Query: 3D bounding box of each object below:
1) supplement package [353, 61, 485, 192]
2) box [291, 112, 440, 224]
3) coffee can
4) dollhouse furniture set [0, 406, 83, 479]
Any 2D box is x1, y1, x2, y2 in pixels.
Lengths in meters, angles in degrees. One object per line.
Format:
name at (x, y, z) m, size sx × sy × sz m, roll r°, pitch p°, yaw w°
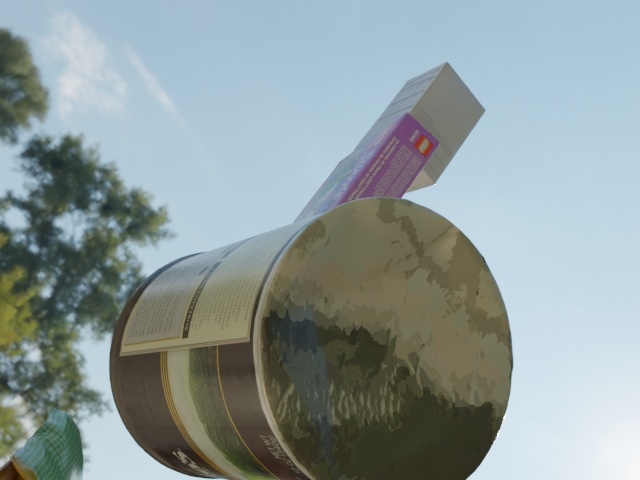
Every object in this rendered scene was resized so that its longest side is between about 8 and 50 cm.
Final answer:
supplement package at (0.156, -0.172, 1.360) m, size 0.105 × 0.179 × 0.105 m, roll 47°, pitch -30°, yaw -18°
box at (0.000, 0.000, 1.005) m, size 0.057 × 0.293 × 0.201 m, roll 41°, pitch -23°, yaw -10°
coffee can at (-0.022, 0.089, 0.668) m, size 0.201 × 0.201 × 0.275 m, roll 55°, pitch -31°, yaw -12°
dollhouse furniture set at (-0.093, 0.146, 0.320) m, size 0.058 × 0.076 × 0.151 m, roll 10°, pitch -82°, yaw 4°
